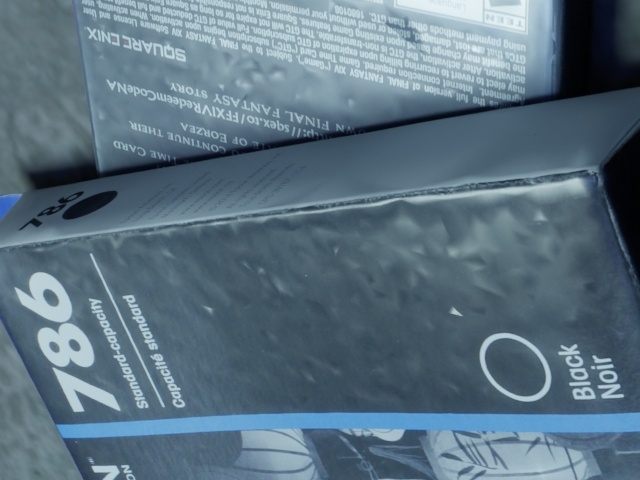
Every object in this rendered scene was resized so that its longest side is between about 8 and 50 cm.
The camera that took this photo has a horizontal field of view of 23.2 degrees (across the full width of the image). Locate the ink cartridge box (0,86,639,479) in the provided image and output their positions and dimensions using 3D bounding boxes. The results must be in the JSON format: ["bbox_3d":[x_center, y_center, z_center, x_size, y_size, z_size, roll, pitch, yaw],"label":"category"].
[{"bbox_3d":[-0.010,0.052,0.551,0.333,0.065,0.165,-7,115,41],"label":"ink cartridge box"}]

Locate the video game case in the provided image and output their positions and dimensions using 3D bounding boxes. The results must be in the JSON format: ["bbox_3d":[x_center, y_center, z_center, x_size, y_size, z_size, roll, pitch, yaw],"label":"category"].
[{"bbox_3d":[0.000,0.000,0.569,0.196,0.026,0.274,17,128,28],"label":"video game case"}]
